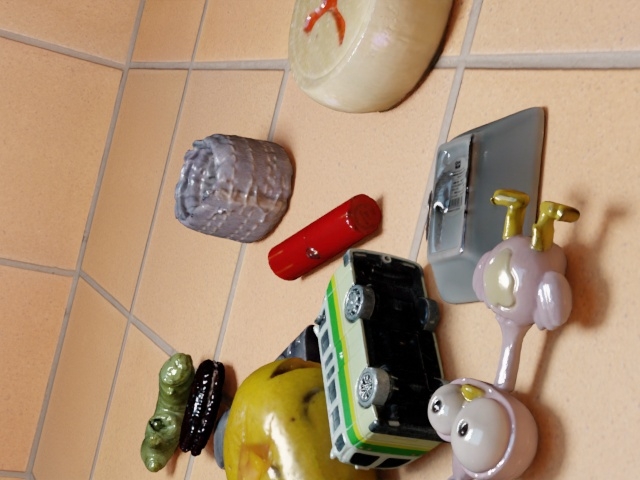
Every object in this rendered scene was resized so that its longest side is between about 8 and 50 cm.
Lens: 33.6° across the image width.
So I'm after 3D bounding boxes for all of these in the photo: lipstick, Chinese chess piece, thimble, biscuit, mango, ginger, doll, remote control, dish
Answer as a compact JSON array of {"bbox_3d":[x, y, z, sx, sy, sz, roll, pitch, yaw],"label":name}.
[{"bbox_3d":[0.001,0.001,1.746,0.279,0.073,0.073,-33,50,56],"label":"lipstick"},{"bbox_3d":[0.076,-0.368,1.684,0.338,0.140,0.338,-37,47,54],"label":"Chinese chess piece"},{"bbox_3d":[-0.171,-0.101,2.034,0.236,0.172,0.205,18,98,63],"label":"thimble"},{"bbox_3d":[-0.229,0.321,2.048,0.194,0.053,0.195,-163,90,-81],"label":"biscuit"},{"bbox_3d":[-0.016,0.333,1.522,0.253,0.182,0.365,-60,41,28],"label":"mango"},{"bbox_3d":[-0.311,0.353,2.177,0.137,0.089,0.290,-24,-41,-65],"label":"ginger"},{"bbox_3d":[0.210,0.128,1.222,0.160,0.094,0.365,24,98,57],"label":"doll"},{"bbox_3d":[-0.096,0.280,1.844,0.377,0.044,0.107,-49,40,45],"label":"remote control"},{"bbox_3d":[0.195,-0.048,1.360,0.182,0.080,0.243,-17,62,61],"label":"dish"}]

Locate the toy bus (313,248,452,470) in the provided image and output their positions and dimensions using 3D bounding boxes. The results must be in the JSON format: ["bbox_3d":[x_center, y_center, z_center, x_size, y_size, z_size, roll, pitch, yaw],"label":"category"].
[{"bbox_3d":[0.077,0.165,1.436,0.165,0.133,0.276,-51,35,42],"label":"toy bus"}]
